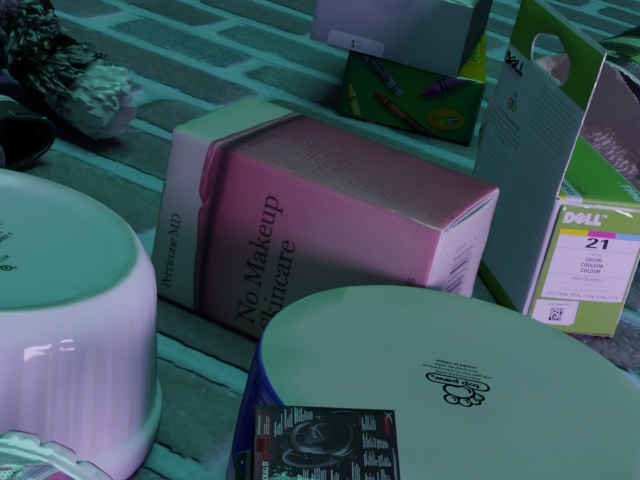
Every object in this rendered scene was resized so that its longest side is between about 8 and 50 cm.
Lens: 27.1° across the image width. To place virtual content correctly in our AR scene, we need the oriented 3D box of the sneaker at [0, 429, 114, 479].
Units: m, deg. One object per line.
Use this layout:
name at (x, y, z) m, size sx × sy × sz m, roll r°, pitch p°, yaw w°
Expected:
sneaker at (-0.121, 0.174, 0.649) m, size 0.252 × 0.102 × 0.111 m, roll 13°, pitch 22°, yaw 1°

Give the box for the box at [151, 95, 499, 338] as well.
box at (0.000, 0.000, 1.039) m, size 0.232 × 0.148 × 0.127 m, roll 21°, pitch 26°, yaw 20°

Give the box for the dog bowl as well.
dog bowl at (0.078, 0.133, 0.838) m, size 0.265 × 0.104 × 0.265 m, roll 10°, pitch 24°, yaw -5°

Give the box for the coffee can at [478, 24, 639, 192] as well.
coffee can at (0.315, -0.113, 1.391) m, size 0.202 × 0.201 × 0.275 m, roll 25°, pitch 27°, yaw 26°

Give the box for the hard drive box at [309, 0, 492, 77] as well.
hard drive box at (0.106, -0.288, 1.603) m, size 0.181 × 0.089 × 0.232 m, roll 17°, pitch 24°, yaw 10°

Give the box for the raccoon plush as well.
raccoon plush at (-0.424, -0.238, 1.309) m, size 0.299 × 0.216 × 0.446 m, roll -22°, pitch 41°, yaw -40°

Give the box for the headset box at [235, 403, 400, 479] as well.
headset box at (-0.002, 0.118, 0.684) m, size 0.083 × 0.032 × 0.062 m, roll 2°, pitch 38°, yaw -4°

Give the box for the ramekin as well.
ramekin at (-0.226, 0.049, 0.841) m, size 0.273 × 0.127 × 0.273 m, roll 11°, pitch 24°, yaw -5°

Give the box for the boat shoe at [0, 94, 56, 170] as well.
boat shoe at (-0.305, -0.077, 1.155) m, size 0.076 × 0.080 × 0.228 m, roll 17°, pitch 16°, yaw 13°

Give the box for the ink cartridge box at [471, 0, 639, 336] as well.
ink cartridge box at (0.218, -0.070, 1.174) m, size 0.097 × 0.255 × 0.189 m, roll 6°, pitch 25°, yaw -16°

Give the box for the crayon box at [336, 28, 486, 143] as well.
crayon box at (0.120, -0.217, 1.668) m, size 0.165 × 0.081 × 0.278 m, roll 13°, pitch 24°, yaw 1°
